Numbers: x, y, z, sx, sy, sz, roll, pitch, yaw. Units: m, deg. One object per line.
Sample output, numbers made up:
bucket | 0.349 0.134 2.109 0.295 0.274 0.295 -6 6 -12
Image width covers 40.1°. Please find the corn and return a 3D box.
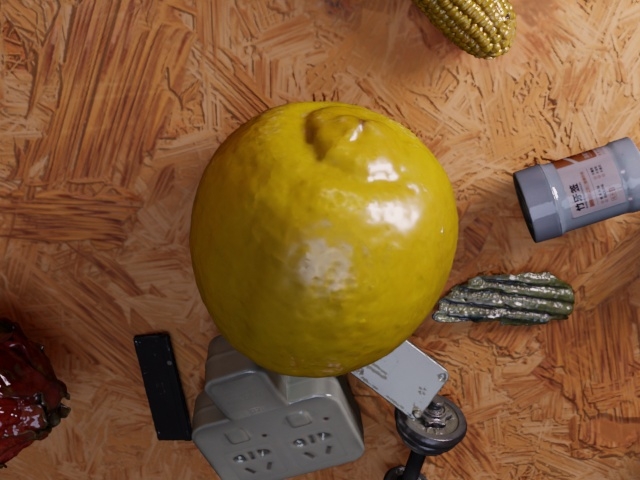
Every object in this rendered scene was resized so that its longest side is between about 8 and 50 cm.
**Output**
corn | 0.127 -0.332 1.031 0.293 0.106 0.106 40 109 -20

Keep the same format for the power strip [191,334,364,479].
power strip | -0.080 0.230 1.298 0.230 0.141 0.261 -18 128 10

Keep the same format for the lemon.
lemon | 0.000 0.000 1.065 0.348 0.348 0.347 0 115 1

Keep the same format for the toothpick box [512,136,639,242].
toothpick box | 0.341 -0.066 1.148 0.153 0.101 0.101 -18 113 8

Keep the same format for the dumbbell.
dumbbell | 0.147 0.339 1.344 0.110 0.110 0.254 11 120 -4

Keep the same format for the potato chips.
potato chips | 0.265 0.082 1.260 0.208 0.028 0.091 2 114 -2

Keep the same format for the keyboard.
keyboard | -0.239 0.227 1.342 0.060 0.018 0.195 -3 115 10

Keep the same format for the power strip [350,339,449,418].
power strip | 0.092 0.136 1.247 0.216 0.061 0.145 36 90 -1

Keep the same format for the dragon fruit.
dragon fruit | -0.496 0.214 1.216 0.299 0.244 0.244 3 116 19
